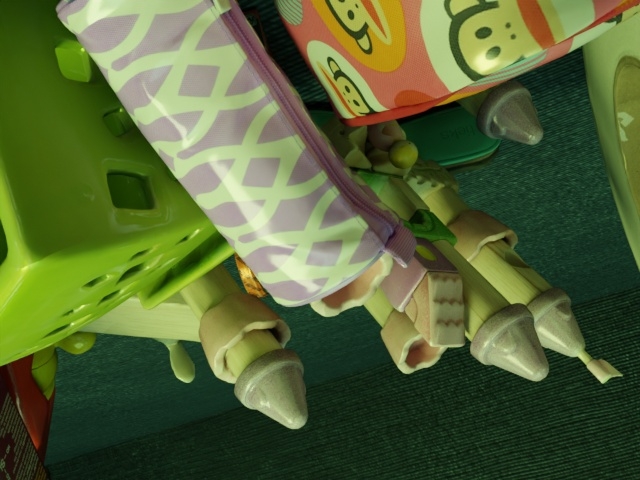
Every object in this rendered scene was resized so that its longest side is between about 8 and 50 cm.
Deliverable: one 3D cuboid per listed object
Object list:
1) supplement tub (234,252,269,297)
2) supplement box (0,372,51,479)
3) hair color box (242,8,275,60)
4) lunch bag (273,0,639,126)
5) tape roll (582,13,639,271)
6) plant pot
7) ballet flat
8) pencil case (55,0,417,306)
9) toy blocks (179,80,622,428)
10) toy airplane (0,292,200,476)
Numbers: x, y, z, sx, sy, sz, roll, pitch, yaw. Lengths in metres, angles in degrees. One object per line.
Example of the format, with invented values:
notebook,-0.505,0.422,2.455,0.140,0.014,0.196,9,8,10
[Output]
supplement tub,0.000,0.000,1.029,0.191,0.117,0.117,-15,162,5
supplement box,-0.289,0.174,0.686,0.104,0.080,0.188,-6,126,4
hair color box,-0.067,-0.126,0.715,0.072,0.043,0.141,-14,163,2
lunch bag,0.128,-0.162,0.387,0.293,0.120,0.258,-33,-167,-12
tape roll,0.287,-0.047,0.654,0.072,0.391,0.392,-16,162,8
plant pot,-0.158,-0.059,0.559,0.207,0.227,0.228,-11,165,-42
ballet flat,0.046,-0.079,0.869,0.281,0.095,0.096,-6,170,-22
pencil case,-0.039,-0.063,0.443,0.088,0.206,0.086,-21,-154,32
toy blocks,0.086,0.005,0.679,0.289,0.260,0.309,6,125,-45
toy airplane,-0.305,0.052,0.816,0.384,0.272,0.386,-33,119,23
